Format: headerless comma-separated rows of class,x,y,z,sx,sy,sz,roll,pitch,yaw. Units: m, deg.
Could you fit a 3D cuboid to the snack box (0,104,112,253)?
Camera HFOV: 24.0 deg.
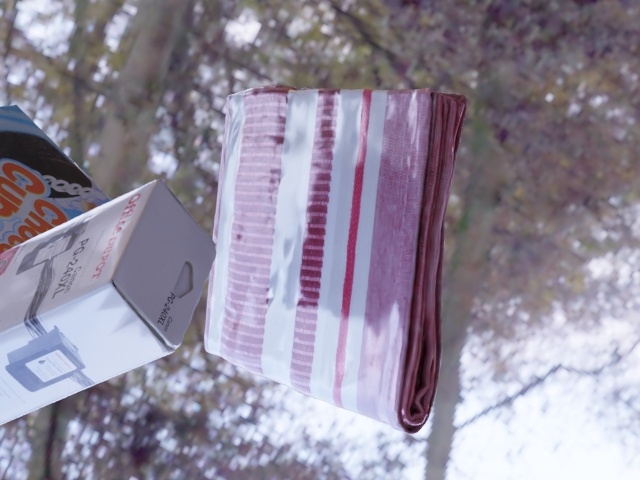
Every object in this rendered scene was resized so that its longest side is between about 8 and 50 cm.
snack box,-0.296,-0.010,1.150,0.187,0.060,0.322,44,-150,17

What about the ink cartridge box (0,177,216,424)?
ink cartridge box,-0.149,0.038,0.917,0.063,0.150,0.109,53,-151,-25

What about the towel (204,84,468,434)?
towel,0.000,0.000,1.158,0.037,0.237,0.329,5,-177,-29
